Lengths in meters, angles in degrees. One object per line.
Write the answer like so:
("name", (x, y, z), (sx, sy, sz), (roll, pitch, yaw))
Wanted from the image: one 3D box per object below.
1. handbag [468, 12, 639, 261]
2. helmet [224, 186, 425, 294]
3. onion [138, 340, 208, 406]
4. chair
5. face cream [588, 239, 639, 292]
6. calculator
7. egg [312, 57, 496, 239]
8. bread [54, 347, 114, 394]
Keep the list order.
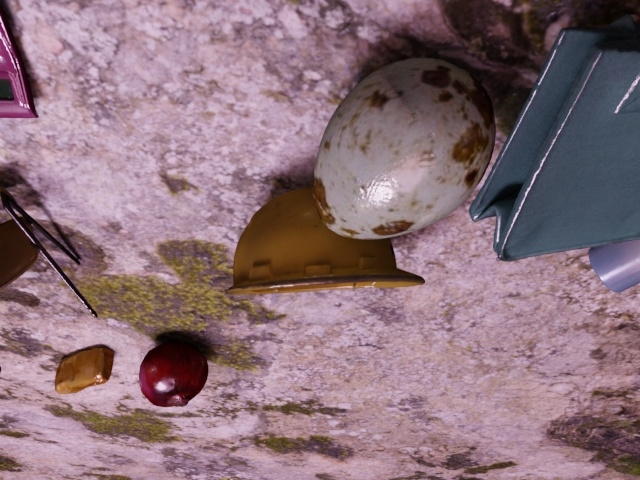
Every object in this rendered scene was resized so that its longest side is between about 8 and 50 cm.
("handbag", (0.309, -0.109, 0.661), (0.269, 0.100, 0.274), (-10, 140, -18))
("helmet", (0.000, 0.000, 0.825), (0.257, 0.140, 0.205), (-5, 173, -2))
("onion", (-0.269, 0.247, 1.161), (0.131, 0.131, 0.131), (2, 140, 2))
("chair", (-0.455, 0.026, 0.864), (0.159, 0.172, 0.246), (-31, 137, -6))
("face cream", (0.476, -0.019, 0.813), (0.077, 0.077, 0.250), (27, 135, -26))
("calculator", (-0.390, -0.213, 0.682), (0.127, 0.034, 0.190), (4, 135, 1))
("egg", (0.082, -0.090, 0.682), (0.169, 0.169, 0.231), (29, 124, -28))
("bread", (-0.456, 0.252, 1.218), (0.132, 0.074, 0.053), (-20, 146, 28))
